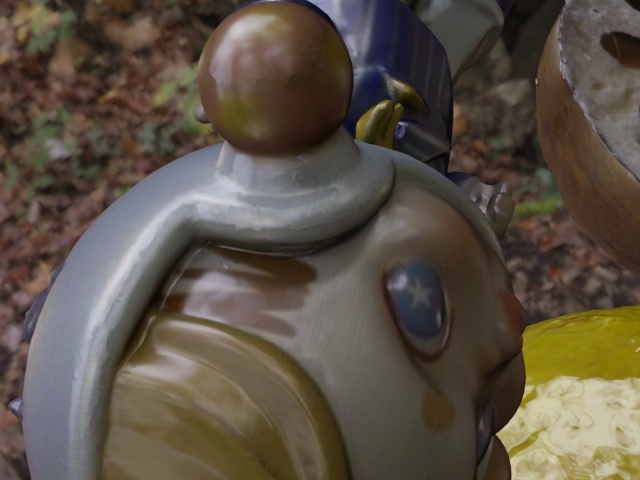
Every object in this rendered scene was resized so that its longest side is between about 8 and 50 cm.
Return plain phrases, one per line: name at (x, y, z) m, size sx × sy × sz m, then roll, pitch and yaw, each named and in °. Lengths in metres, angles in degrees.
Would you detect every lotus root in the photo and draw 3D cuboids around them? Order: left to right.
lotus root at (0.259, -0.076, 0.966) m, size 0.272 × 0.272 × 0.192 m, roll -45°, pitch -6°, yaw -23°

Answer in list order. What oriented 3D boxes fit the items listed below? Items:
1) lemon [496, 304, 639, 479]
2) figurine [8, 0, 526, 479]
lemon at (0.186, 0.209, 0.851) m, size 0.387 × 0.350 × 0.350 m, roll 13°, pitch 51°, yaw 44°
figurine at (-0.003, -0.009, 0.420) m, size 0.133 × 0.194 × 0.274 m, roll -3°, pitch 69°, yaw 22°
